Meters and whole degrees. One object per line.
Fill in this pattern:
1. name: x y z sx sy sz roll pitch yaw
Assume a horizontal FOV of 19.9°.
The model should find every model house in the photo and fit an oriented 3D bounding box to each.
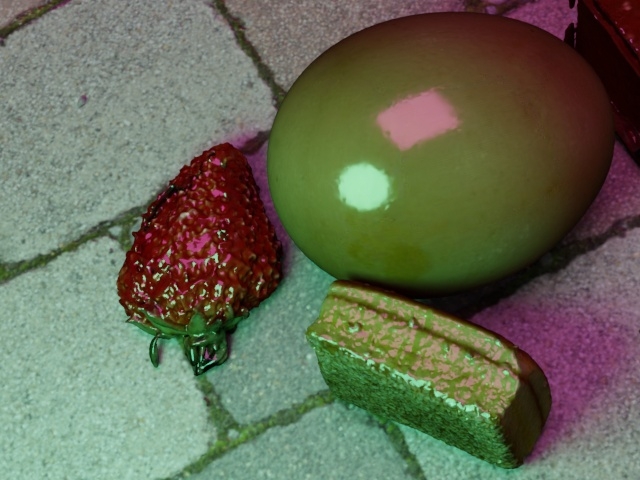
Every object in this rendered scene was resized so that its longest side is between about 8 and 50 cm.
1. model house: 0.425 -0.230 2.044 0.254 0.160 0.196 -26 58 -7

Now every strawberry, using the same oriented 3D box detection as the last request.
1. strawberry: -0.138 0.004 2.044 0.188 0.106 0.286 -1 60 8

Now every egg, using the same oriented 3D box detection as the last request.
1. egg: 0.129 -0.091 1.936 0.374 0.301 0.301 -8 59 -4

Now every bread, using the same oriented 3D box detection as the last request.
1. bread: 0.115 0.133 1.878 0.234 0.184 0.110 23 73 21

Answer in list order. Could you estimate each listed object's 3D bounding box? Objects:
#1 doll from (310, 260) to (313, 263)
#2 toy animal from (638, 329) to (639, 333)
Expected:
1. doll: 0.000 0.001 2.059 0.057 0.039 0.114 3 45 -21
2. toy animal: 0.392 0.124 1.883 0.219 0.095 0.155 -41 66 -14
